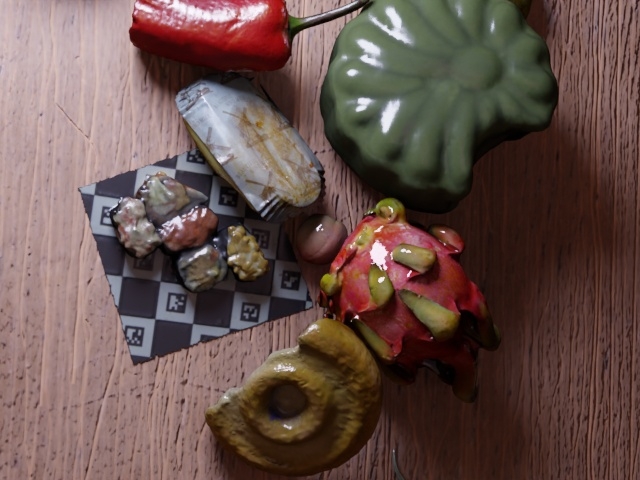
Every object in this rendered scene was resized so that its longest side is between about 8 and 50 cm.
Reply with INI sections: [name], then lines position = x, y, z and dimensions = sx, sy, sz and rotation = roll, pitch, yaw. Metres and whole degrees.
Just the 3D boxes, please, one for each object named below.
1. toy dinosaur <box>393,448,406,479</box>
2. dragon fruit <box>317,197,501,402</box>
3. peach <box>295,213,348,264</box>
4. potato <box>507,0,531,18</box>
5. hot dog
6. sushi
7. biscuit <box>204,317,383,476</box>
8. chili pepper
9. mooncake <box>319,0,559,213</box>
[toy dinosaur]
position = 0.138, 0.423, 1.824
dimensions = 0.058, 0.037, 0.180
rotation = -27, 105, -40
[dragon fruit]
position = 0.140, 0.094, 1.745
dimensions = 0.227, 0.243, 0.307
rotation = -46, 141, -12
[peach]
position = 0.002, 0.000, 1.767
dimensions = 0.083, 0.083, 0.083
rotation = 1, 88, -18
[potato]
position = 0.247, -0.433, 1.842
dimensions = 0.149, 0.113, 0.251
rotation = -45, 102, -8
[hot dog]
position = -0.103, -0.138, 1.723
dimensions = 0.270, 0.082, 0.162
rotation = 52, 47, 3
[sushi]
position = -0.179, 0.012, 1.722
dimensions = 0.294, 0.059, 0.292
rotation = -20, 95, -18
[biscuit]
position = -0.022, 0.244, 1.682
dimensions = 0.213, 0.091, 0.274
rotation = 38, 112, -12
[chili pepper]
position = -0.105, -0.305, 1.687
dimensions = 0.338, 0.134, 0.131
rotation = 8, 66, -7
[mooncake]
position = 0.173, -0.226, 1.738
dimensions = 0.351, 0.187, 0.351
rotation = 1, 77, -3
